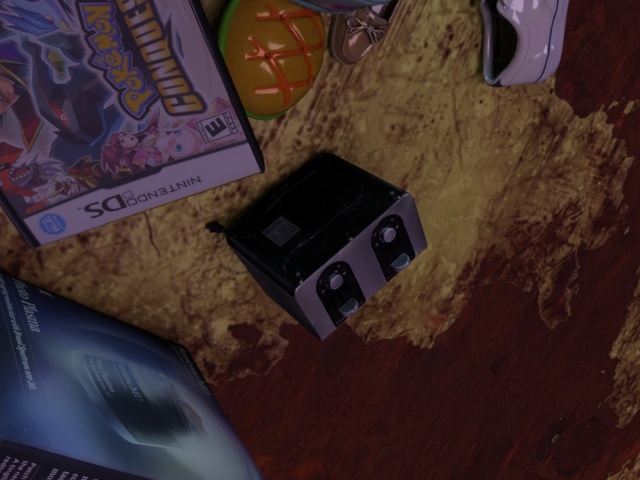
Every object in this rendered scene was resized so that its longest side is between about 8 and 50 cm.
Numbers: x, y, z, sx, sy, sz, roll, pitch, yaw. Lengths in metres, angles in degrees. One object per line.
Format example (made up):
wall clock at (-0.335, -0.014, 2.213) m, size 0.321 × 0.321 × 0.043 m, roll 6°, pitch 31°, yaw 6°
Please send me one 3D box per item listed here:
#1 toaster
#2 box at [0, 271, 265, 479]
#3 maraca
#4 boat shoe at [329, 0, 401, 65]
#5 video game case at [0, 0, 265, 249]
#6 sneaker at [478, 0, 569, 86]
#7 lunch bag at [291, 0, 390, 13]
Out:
toaster at (0.000, 0.000, 0.831) m, size 0.168 × 0.186 × 0.110 m, roll -40°, pitch 131°, yaw -15°
box at (-0.240, 0.197, 0.717) m, size 0.294 × 0.296 × 0.182 m, roll 33°, pitch 96°, yaw -39°
maraca at (-0.043, -0.210, 0.733) m, size 0.127 × 0.099 × 0.185 m, roll 18°, pitch 90°, yaw -52°
boat shoe at (0.062, -0.256, 0.795) m, size 0.056 × 0.048 × 0.153 m, roll 25°, pitch 102°, yaw -37°
video game case at (-0.211, -0.138, 0.661) m, size 0.249 × 0.035 × 0.274 m, roll -18°, pitch 126°, yaw 5°
sneaker at (0.230, -0.291, 0.843) m, size 0.091 × 0.094 × 0.258 m, roll -22°, pitch 125°, yaw -21°
lunch bag at (-0.009, -0.354, 0.631) m, size 0.224 × 0.108 × 0.279 m, roll 13°, pitch 91°, yaw -27°
